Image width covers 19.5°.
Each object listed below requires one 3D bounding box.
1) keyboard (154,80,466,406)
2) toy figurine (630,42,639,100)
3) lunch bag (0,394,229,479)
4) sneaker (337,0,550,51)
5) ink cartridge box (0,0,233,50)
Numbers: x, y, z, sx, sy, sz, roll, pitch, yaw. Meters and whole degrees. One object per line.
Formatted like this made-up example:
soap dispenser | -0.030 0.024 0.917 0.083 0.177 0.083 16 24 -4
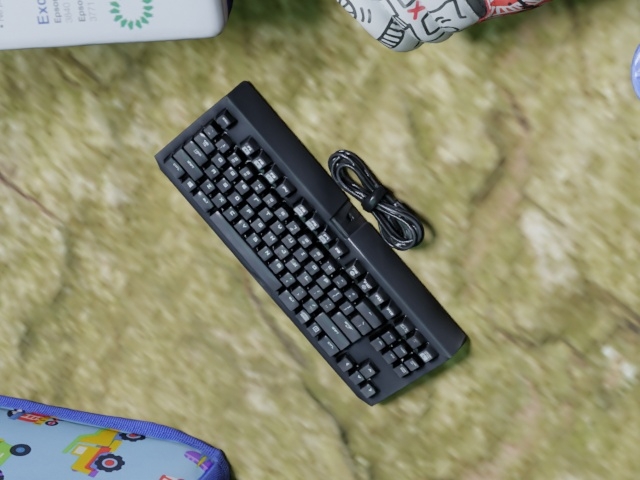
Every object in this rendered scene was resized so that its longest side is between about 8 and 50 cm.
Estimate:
keyboard | 0.000 0.000 0.977 0.180 0.023 0.108 49 126 -6
toy figurine | 0.192 -0.129 0.670 0.217 0.191 0.362 -33 98 15
lunch bag | -0.203 0.179 1.050 0.293 0.221 0.138 -2 116 27
sneaker | 0.016 -0.210 0.810 0.145 0.090 0.270 -25 107 29
ink cartridge box | -0.217 -0.235 0.802 0.330 0.071 0.324 -2 122 5
